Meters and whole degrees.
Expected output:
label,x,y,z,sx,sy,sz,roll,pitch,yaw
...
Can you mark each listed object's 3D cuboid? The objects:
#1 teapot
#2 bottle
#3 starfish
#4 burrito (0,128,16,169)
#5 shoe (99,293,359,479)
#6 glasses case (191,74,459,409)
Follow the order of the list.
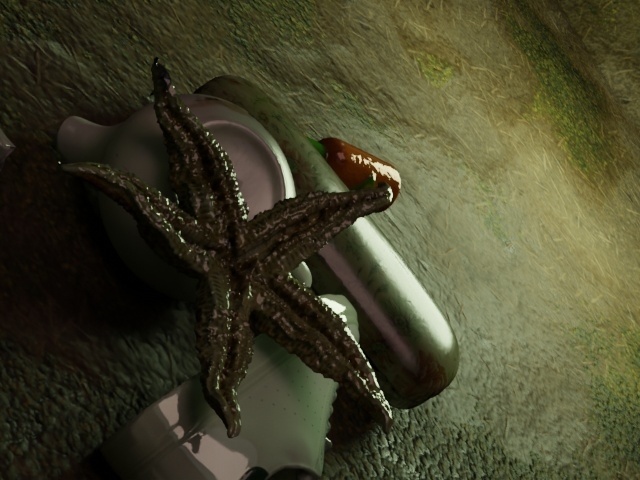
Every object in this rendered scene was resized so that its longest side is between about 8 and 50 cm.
label,x,y,z,sx,sy,sz,roll,pitch,yaw
teapot,-0.116,-0.032,1.360,0.298,0.139,0.204,44,56,-21
bottle,0.015,-0.090,1.683,0.187,0.069,0.069,22,41,-41
starfish,-0.078,0.020,1.203,0.347,0.078,0.358,33,45,-17
burrito,-0.346,-0.133,1.210,0.203,0.064,0.064,52,29,-3
shoe,-0.036,0.169,1.258,0.160,0.132,0.363,55,33,5
glasses case,0.000,0.000,1.524,0.425,0.098,0.156,52,31,-3
